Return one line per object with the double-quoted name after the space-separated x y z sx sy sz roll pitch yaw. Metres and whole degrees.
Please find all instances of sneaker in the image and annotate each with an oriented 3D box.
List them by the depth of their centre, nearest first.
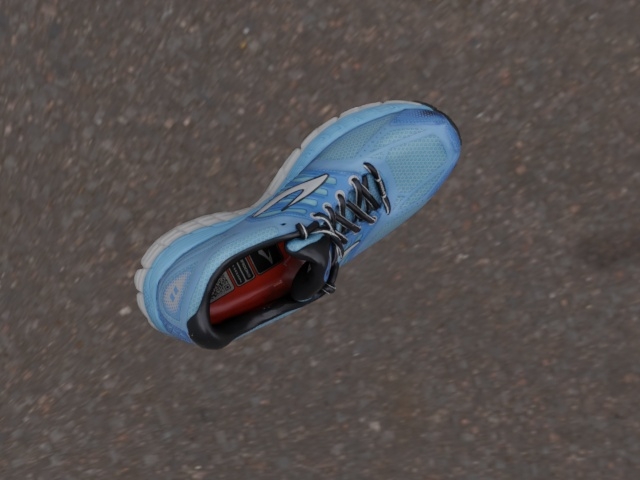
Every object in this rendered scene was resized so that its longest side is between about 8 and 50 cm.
0.000 0.000 0.615 0.162 0.073 0.063 -36 117 -9 "sneaker"
